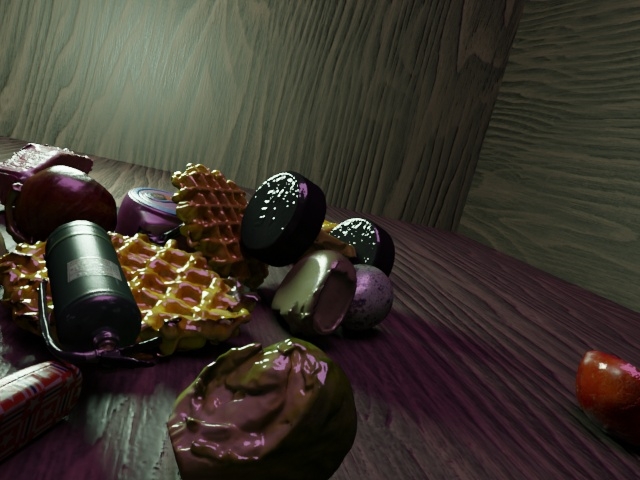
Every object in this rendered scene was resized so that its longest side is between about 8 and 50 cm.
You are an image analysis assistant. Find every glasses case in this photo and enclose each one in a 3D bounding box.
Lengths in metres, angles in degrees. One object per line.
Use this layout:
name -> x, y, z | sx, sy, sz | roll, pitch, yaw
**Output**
glasses case -> -0.298, 0.162, 0.465 | 0.049, 0.073, 0.194 | 23, 11, 8

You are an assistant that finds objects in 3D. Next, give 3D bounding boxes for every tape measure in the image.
tape measure -> -0.365, -0.025, 1.221 | 0.232, 0.149, 0.245 | 10, 18, -35

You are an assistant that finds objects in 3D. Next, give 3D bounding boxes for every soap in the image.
soap -> -0.739, -0.163, 1.349 | 0.112, 0.182, 0.289 | 16, 5, 3

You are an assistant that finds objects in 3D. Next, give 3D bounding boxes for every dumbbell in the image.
dumbbell -> 0.000, 0.000, 1.156 | 0.323, 0.203, 0.204 | 30, -2, -39

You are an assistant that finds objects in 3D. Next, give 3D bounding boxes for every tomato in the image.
tomato -> 0.501, 0.283, 0.850 | 0.189, 0.099, 0.173 | 52, -9, -5

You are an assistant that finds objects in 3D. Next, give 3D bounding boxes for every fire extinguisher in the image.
fire extinguisher -> -0.276, 0.075, 0.616 | 0.118, 0.093, 0.294 | -11, 30, -27

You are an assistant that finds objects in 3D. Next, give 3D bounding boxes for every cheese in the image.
cheese -> -0.016, 0.103, 0.968 | 0.091, 0.175, 0.203 | 35, -25, -21

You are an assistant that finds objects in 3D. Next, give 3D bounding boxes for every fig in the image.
fig -> -0.525, -0.049, 1.027 | 0.205, 0.205, 0.205 | 14, 10, -2

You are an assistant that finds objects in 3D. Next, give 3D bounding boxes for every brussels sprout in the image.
brussels sprout -> -0.051, 0.185, 0.509 | 0.183, 0.145, 0.131 | -27, 46, -2

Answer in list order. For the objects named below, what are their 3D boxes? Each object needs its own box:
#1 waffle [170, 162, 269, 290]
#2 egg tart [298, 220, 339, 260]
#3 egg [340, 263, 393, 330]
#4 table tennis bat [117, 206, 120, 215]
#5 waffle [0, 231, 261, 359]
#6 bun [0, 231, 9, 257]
waffle -> -0.214, -0.039, 1.148 | 0.062, 0.329, 0.329 | -28, -6, 21
egg tart -> -0.077, -0.015, 1.581 | 0.319, 0.128, 0.319 | 12, 8, -2
egg -> 0.079, 0.119, 1.045 | 0.133, 0.132, 0.172 | 18, 23, 20
table tennis bat -> -0.595, -0.078, 1.523 | 0.131, 0.019, 0.220 | 12, 9, -1
waffle -> -0.317, 0.082, 0.840 | 0.380, 0.095, 0.382 | 3, 18, -44
bun -> -0.592, 0.006, 0.807 | 0.167, 0.113, 0.173 | 13, 13, -3
